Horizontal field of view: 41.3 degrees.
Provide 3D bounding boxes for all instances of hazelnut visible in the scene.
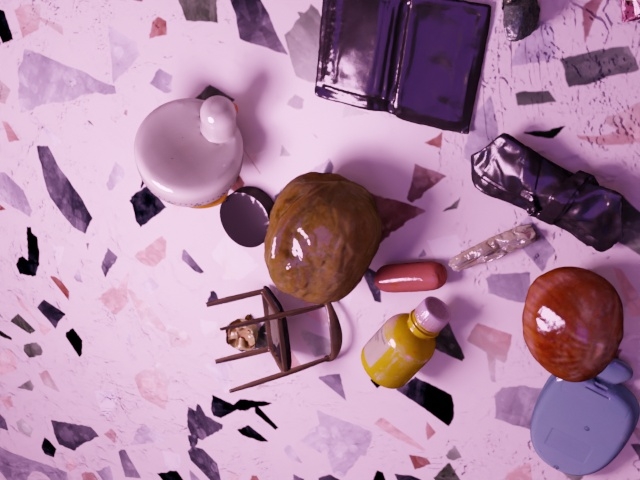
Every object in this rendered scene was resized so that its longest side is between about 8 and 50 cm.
[{"bbox_3d":[0.464,0.153,1.547,0.214,0.176,0.214,169,90,-76],"label":"hazelnut"}]

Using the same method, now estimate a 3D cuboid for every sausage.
[{"bbox_3d":[0.184,0.076,1.751,0.154,0.062,0.062,-5,109,32],"label":"sausage"}]

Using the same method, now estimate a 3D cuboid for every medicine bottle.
[{"bbox_3d":[0.186,0.206,1.774,0.122,0.122,0.212,42,125,7],"label":"medicine bottle"}]

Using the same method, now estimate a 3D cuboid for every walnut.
[{"bbox_3d":[0.000,0.000,1.716,0.227,0.282,0.283,45,132,41],"label":"walnut"}]

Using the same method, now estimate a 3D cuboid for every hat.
[{"bbox_3d":[-0.186,0.219,2.033,0.076,0.059,0.077,10,123,8],"label":"hat"}]

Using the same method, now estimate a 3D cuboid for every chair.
[{"bbox_3d":[-0.104,0.209,1.921,0.166,0.272,0.188,-135,37,-63],"label":"chair"}]

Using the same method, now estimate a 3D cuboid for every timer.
[{"bbox_3d":[-0.273,-0.193,1.777,0.233,0.233,0.240,41,163,8],"label":"timer"}]

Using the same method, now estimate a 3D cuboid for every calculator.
[{"bbox_3d":[0.526,0.350,1.694,0.188,0.042,0.303,26,126,18],"label":"calculator"}]

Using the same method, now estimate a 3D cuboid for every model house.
[{"bbox_3d":[0.331,-0.383,1.442,0.066,0.083,0.079,8,117,28],"label":"model house"}]

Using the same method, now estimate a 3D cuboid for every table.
[{"bbox_3d":[-0.160,-0.052,1.901,0.133,0.043,0.134,12,117,25],"label":"table"}]

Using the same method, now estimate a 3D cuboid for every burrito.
[{"bbox_3d":[0.335,0.016,1.651,0.185,0.041,0.045,-28,87,34],"label":"burrito"}]

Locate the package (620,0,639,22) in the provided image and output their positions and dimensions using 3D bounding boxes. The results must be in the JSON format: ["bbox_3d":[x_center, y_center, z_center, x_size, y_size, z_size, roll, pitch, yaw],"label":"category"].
[{"bbox_3d":[0.522,-0.382,1.368,0.083,0.029,0.059,3,121,40],"label":"package"}]

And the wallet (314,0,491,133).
[{"bbox_3d":[0.144,-0.346,1.593,0.322,0.041,0.247,17,120,19],"label":"wallet"}]

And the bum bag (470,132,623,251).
[{"bbox_3d":[0.411,-0.091,1.540,0.310,0.074,0.137,29,133,16],"label":"bum bag"}]
